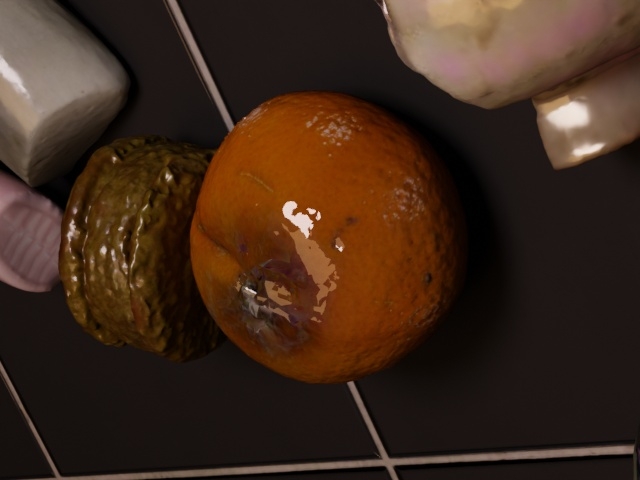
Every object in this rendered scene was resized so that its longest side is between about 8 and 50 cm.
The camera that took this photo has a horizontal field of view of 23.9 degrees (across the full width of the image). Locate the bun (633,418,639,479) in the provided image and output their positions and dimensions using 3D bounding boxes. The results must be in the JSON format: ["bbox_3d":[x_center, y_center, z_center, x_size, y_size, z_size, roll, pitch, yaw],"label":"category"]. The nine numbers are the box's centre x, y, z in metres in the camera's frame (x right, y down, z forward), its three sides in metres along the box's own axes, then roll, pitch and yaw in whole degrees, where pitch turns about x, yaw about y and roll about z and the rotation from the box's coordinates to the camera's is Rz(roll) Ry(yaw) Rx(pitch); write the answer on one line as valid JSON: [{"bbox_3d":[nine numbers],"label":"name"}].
[{"bbox_3d":[0.340,0.144,0.909,0.293,0.187,0.293,10,101,58],"label":"bun"}]

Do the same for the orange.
[{"bbox_3d":[0.000,0.000,1.121,0.224,0.170,0.224,21,129,28],"label":"orange"}]

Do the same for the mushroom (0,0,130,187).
[{"bbox_3d":[-0.342,-0.225,1.314,0.397,0.126,0.177,50,146,-1],"label":"mushroom"}]

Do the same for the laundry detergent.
[{"bbox_3d":[-0.377,-0.060,1.451,0.335,0.088,0.159,28,166,34],"label":"laundry detergent"}]

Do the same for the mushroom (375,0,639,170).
[{"bbox_3d":[0.148,-0.159,0.892,0.173,0.162,0.236,-13,109,47],"label":"mushroom"}]

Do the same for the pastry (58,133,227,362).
[{"bbox_3d":[-0.128,0.005,1.225,0.103,0.189,0.188,9,122,28],"label":"pastry"}]
